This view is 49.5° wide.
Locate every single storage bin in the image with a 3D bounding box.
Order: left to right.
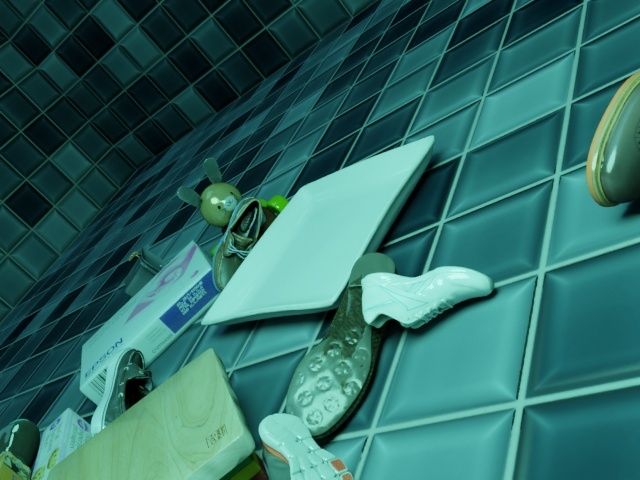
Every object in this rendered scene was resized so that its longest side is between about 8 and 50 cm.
[{"bbox_3d":[-0.415,0.083,1.620,0.091,0.098,0.135,-53,21,0],"label":"storage bin"}]

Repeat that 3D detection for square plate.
[{"bbox_3d":[0.000,0.000,1.093,0.344,0.049,0.347,-16,32,50],"label":"square plate"}]

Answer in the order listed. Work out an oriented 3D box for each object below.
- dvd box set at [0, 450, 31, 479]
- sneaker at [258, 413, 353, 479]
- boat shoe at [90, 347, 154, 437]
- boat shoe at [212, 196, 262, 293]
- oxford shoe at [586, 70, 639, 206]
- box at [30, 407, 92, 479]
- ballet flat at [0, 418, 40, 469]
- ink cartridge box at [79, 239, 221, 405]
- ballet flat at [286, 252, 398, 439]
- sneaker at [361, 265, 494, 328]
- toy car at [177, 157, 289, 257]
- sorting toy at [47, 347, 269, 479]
[{"bbox_3d":[-0.493,0.428,0.839,0.307,0.062,0.420,-46,12,-17],"label":"dvd box set"},{"bbox_3d":[-0.014,0.234,0.665,0.061,0.065,0.158,-3,26,-24],"label":"sneaker"},{"bbox_3d":[-0.308,0.244,1.130,0.076,0.080,0.228,-21,21,7],"label":"boat shoe"},{"bbox_3d":[-0.149,0.006,1.239,0.066,0.066,0.183,152,132,-73],"label":"boat shoe"},{"bbox_3d":[0.361,-0.131,0.650,0.271,0.097,0.098,-45,27,-7],"label":"oxford shoe"},{"bbox_3d":[-0.396,0.368,1.047,0.067,0.063,0.324,-42,21,1],"label":"box"},{"bbox_3d":[-0.580,0.446,1.202,0.280,0.095,0.096,-54,31,-2],"label":"ballet flat"},{"bbox_3d":[-0.346,0.143,1.403,0.324,0.071,0.330,-45,22,-6],"label":"ink cartridge box"},{"bbox_3d":[0.033,0.121,0.798,0.084,0.058,0.250,11,52,19],"label":"ballet flat"},{"bbox_3d":[0.114,0.065,0.751,0.152,0.053,0.061,-9,60,30],"label":"sneaker"},{"bbox_3d":[-0.178,-0.064,1.336,0.155,0.188,0.149,-51,22,-23],"label":"toy car"},{"bbox_3d":[-0.185,0.272,0.787,0.255,0.089,0.257,-37,18,-6],"label":"sorting toy"}]
